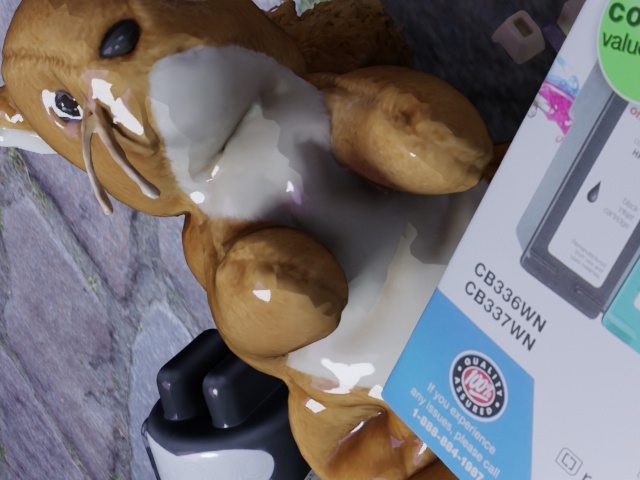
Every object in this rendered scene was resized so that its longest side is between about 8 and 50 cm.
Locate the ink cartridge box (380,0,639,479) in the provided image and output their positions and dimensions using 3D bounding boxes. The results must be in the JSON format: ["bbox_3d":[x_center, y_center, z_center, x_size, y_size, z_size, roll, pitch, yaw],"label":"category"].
[{"bbox_3d":[0.199,0.009,0.576,0.198,0.197,0.270,43,119,36],"label":"ink cartridge box"}]

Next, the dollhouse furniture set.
[{"bbox_3d":[0.163,-0.087,0.820,0.114,0.091,0.081,54,169,13],"label":"dollhouse furniture set"}]

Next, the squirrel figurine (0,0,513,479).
[{"bbox_3d":[-0.020,-0.036,0.893,0.370,0.281,0.397,33,-174,-7],"label":"squirrel figurine"}]

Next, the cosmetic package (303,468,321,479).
[{"bbox_3d":[0.046,0.236,1.312,0.115,0.041,0.060,-3,116,30],"label":"cosmetic package"}]

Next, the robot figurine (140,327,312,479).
[{"bbox_3d":[-0.071,0.227,1.443,0.209,0.173,0.278,-135,28,-63],"label":"robot figurine"}]
